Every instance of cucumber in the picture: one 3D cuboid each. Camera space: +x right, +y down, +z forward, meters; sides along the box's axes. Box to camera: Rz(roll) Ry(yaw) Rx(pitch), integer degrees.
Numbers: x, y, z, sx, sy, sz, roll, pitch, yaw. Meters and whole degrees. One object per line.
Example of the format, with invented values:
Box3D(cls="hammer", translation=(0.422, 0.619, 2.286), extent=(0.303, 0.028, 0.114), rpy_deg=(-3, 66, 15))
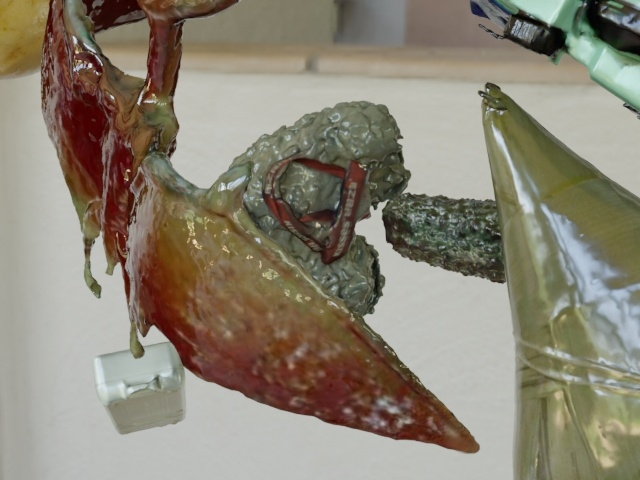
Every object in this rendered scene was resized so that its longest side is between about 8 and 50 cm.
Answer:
Box3D(cls="cucumber", translation=(0.165, -0.009, 1.233), extent=(0.096, 0.096, 0.359), rpy_deg=(-6, 10, -30))

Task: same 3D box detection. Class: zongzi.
Box3D(cls="zongzi", translation=(0.354, 0.045, 0.897), extent=(0.447, 0.418, 0.181), rpy_deg=(-9, 5, 21))

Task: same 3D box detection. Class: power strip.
Box3D(cls="power strip", translation=(-0.212, 0.183, 1.360), extent=(0.098, 0.058, 0.338), rpy_deg=(-12, -15, -10))

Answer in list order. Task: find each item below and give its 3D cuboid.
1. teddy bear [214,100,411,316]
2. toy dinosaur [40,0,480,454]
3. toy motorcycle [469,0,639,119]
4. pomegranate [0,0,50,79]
Box3D(cls="teddy bear", translation=(0.000, 0.000, 1.673), extent=(0.357, 0.367, 0.224), rpy_deg=(-37, 32, -6))
Box3D(cls="toy dinosaur", translation=(-0.059, -0.043, 0.526), extent=(0.113, 0.206, 0.327), rpy_deg=(-4, 13, -30))
Box3D(cls="toy motorcycle", translation=(0.213, -0.211, 0.984), extent=(0.331, 0.125, 0.196), rpy_deg=(37, 18, 35))
Box3D(cls="pomegranate", translation=(-0.283, -0.226, 0.963), extent=(0.196, 0.196, 0.196), rpy_deg=(0, 11, 0))
